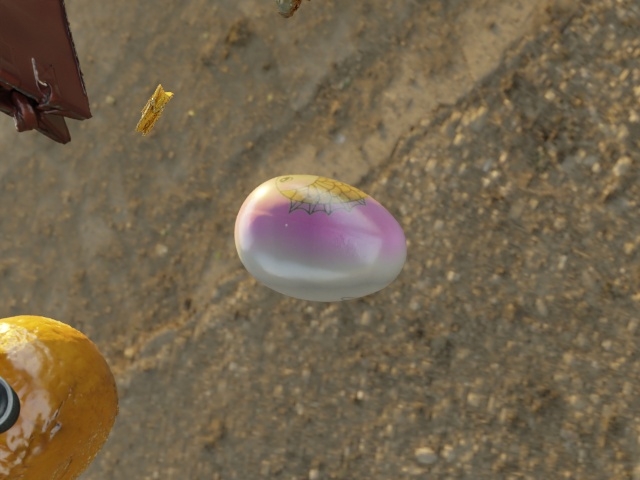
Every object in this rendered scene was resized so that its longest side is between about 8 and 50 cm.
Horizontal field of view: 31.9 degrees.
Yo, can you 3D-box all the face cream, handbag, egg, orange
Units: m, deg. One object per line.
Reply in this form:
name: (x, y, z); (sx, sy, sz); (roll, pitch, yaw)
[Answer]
face cream: (-0.431, 0.216, 1.458); (0.229, 0.075, 0.075); (136, 141, -73)
handbag: (-0.405, -0.265, 1.335); (0.084, 0.260, 0.275); (-38, 54, 20)
egg: (0.000, 0.000, 1.709); (0.271, 0.196, 0.196); (16, 88, 12)
handbag: (-0.249, -0.193, 1.666); (0.061, 0.027, 0.083); (-53, 12, 22)
orange: (-0.524, 0.291, 1.940); (0.293, 0.340, 0.340); (38, 105, 14)

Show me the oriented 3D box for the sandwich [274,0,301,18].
sandwich: (-0.036, -0.403, 1.426); (0.292, 0.109, 0.212); (-4, 103, 68)
